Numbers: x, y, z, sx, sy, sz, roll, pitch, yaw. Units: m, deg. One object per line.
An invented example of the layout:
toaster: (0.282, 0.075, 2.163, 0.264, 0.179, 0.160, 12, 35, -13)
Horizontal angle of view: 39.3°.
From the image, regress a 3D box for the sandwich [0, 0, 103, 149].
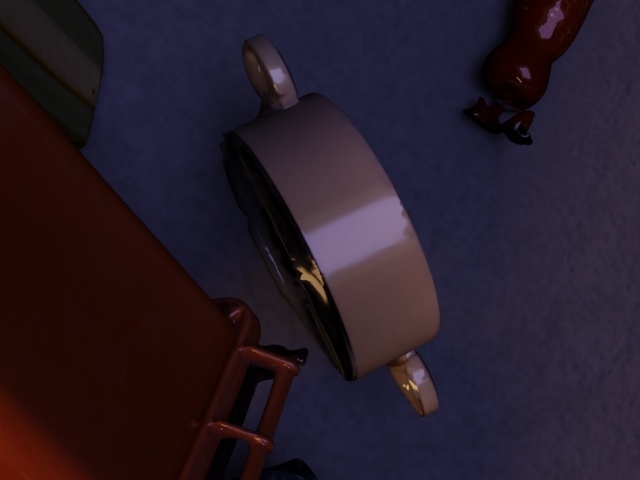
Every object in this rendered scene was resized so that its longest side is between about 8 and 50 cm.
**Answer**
sandwich: (-0.153, -0.113, 0.431, 0.113, 0.163, 0.079, 14, 73, -18)

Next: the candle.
candle: (0.186, -0.216, 0.608, 0.051, 0.048, 0.329, 33, 79, -29)

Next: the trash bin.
trash bin: (-0.135, 0.034, 0.381, 0.238, 0.184, 0.161, 62, 33, -37)

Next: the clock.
clock: (0.000, 0.000, 0.491, 0.063, 0.155, 0.229, -26, 99, -11)

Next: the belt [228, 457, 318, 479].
belt: (-0.015, 0.214, 0.491, 0.082, 0.141, 0.190, -13, 91, -19)
